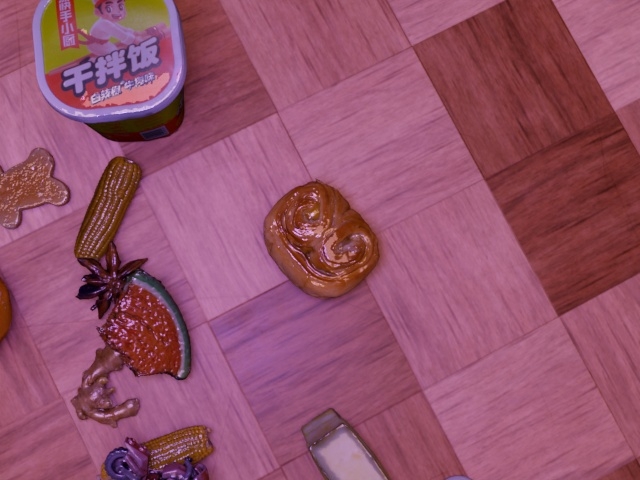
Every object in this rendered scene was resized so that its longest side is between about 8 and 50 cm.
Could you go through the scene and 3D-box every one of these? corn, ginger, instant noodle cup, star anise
[{"bbox_3d":[-0.325,0.433,1.573,0.238,0.080,0.080,-18,84,-9],"label":"corn"},{"bbox_3d":[-0.432,0.277,1.600,0.176,0.052,0.193,-33,87,-12],"label":"ginger"},{"bbox_3d":[-0.384,-0.325,1.549,0.293,0.308,0.294,0,82,-3],"label":"instant noodle cup"},{"bbox_3d":[-0.420,0.082,1.607,0.167,0.057,0.168,-8,114,-18],"label":"star anise"},{"bbox_3d":[-0.440,-0.063,1.633,0.080,0.080,0.231,22,87,0],"label":"corn"}]

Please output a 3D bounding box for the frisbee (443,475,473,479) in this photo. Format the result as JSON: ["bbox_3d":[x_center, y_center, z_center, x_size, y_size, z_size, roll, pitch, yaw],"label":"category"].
[{"bbox_3d":[0.284,0.538,1.623,0.110,0.014,0.110,0,83,-3],"label":"frisbee"}]

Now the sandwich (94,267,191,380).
[{"bbox_3d":[-0.341,0.182,1.582,0.159,0.079,0.235,-43,110,-18],"label":"sandwich"}]

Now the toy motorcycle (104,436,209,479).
[{"bbox_3d":[-0.298,0.443,1.500,0.212,0.084,0.118,37,99,-12],"label":"toy motorcycle"}]

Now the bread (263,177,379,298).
[{"bbox_3d":[-0.002,0.002,1.622,0.198,0.120,0.236,-41,86,-8],"label":"bread"}]

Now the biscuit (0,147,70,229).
[{"bbox_3d":[-0.650,-0.099,1.646,0.234,0.030,0.153,-25,82,-5],"label":"biscuit"}]

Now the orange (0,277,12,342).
[{"bbox_3d":[-0.711,0.135,1.535,0.219,0.193,0.219,-1,86,12],"label":"orange"}]

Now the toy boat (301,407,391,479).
[{"bbox_3d":[0.070,0.470,1.586,0.111,0.084,0.276,-33,85,-8],"label":"toy boat"}]
